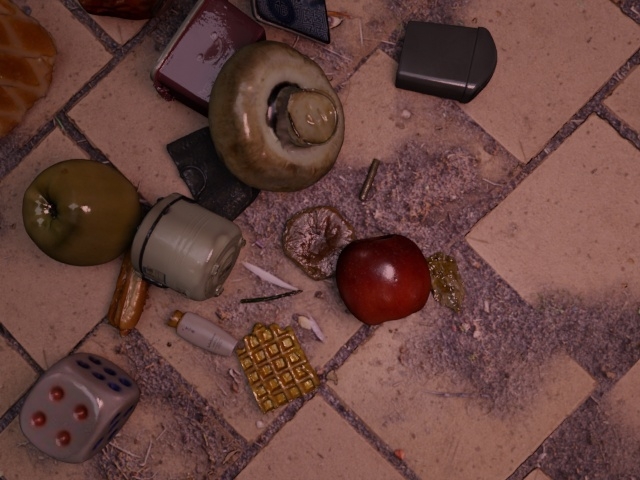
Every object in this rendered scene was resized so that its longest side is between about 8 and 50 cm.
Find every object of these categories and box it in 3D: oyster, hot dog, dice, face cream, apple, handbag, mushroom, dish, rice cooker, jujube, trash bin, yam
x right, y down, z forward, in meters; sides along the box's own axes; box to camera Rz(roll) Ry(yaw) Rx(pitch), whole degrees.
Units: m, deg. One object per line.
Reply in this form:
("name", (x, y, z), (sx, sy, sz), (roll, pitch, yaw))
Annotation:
("oyster", (0.303, 0.099, 1.235), (0.122, 0.045, 0.145), (12, 85, 19))
("hot dog", (-0.476, 0.124, 1.261), (0.102, 0.076, 0.248), (4, 79, 43))
("dice", (-0.572, 0.396, 1.185), (0.193, 0.194, 0.191), (32, 89, 7))
("face cream", (-0.297, 0.235, 1.250), (0.182, 0.051, 0.072), (26, 91, 6))
("apple", (0.144, 0.087, 1.153), (0.219, 0.218, 0.201), (-16, 89, 2))
("handbag", (-0.272, -0.168, 1.273), (0.175, 0.089, 0.270), (-30, 88, 12))
("mushroom", (-0.095, -0.279, 1.149), (0.353, 0.260, 0.351), (-6, 100, -37))
("dish", (-0.093, -0.592, 1.250), (0.080, 0.243, 0.181), (-14, 80, 45))
("rice cooker", (-0.324, 0.017, 1.186), (0.244, 0.226, 0.225), (25, 87, 2))
("jujube", (-0.509, -0.667, 1.281), (0.256, 0.190, 0.189), (-13, 85, 4))
("trash bin", (0.320, -0.451, 1.248), (0.237, 0.101, 0.176), (13, 88, 7))
("apple", (-0.569, -0.065, 1.199), (0.263, 0.262, 0.262), (0, 85, 4))
("yam", (0.127, -0.156, 1.272), (0.021, 0.021, 0.116), (20, 86, 5))

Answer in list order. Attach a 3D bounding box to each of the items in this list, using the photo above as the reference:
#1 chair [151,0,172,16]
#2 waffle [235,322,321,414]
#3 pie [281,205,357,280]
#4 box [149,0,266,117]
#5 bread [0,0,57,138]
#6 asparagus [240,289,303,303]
("chair", (-0.274, -0.673, 1.221), (0.183, 0.176, 0.326), (20, 82, -30))
("waffle", (-0.113, 0.301, 1.232), (0.161, 0.055, 0.210), (-26, 83, 2))
("pie", (0.000, 0.000, 1.254), (0.195, 0.046, 0.194), (0, 84, 3))
("box", (-0.267, -0.450, 1.245), (0.168, 0.193, 0.293), (34, 87, -3))
("bread", (-0.898, -0.475, 1.188), (0.279, 0.390, 0.371), (39, 87, 11))
("asparagus", (-0.124, 0.145, 1.265), (0.163, 0.016, 0.016), (-10, 66, 4))
